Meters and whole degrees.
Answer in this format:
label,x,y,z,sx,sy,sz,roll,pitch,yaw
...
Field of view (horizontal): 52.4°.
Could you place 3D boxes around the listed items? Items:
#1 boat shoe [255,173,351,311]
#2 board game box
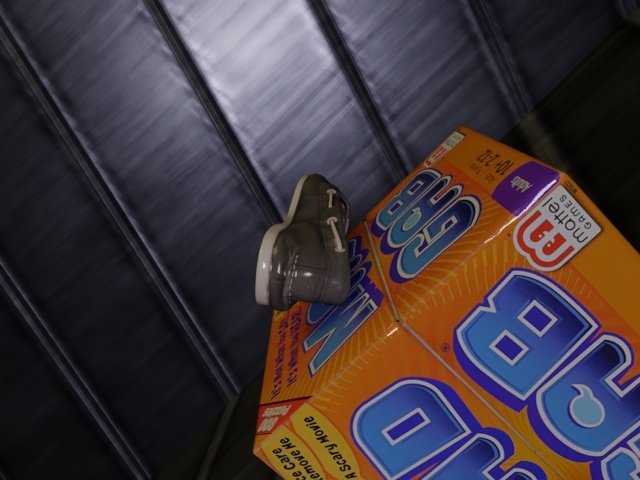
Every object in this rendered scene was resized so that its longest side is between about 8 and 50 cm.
label,x,y,z,sx,sy,sz,roll,pitch,yaw
boat shoe,0.000,0.000,0.785,0.335,0.095,0.112,-68,-12,-70
board game box,0.185,0.136,0.736,0.356,0.356,0.356,-44,12,10
